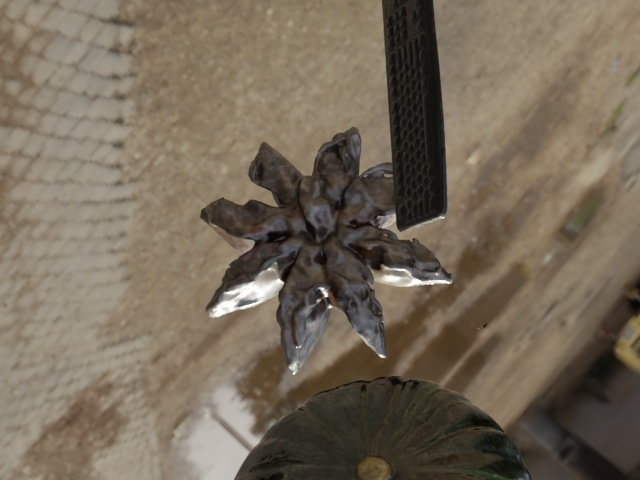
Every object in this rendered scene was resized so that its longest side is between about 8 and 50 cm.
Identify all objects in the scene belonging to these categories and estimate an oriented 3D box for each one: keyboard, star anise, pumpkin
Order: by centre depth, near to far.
[{"bbox_3d":[0.048,0.226,0.915,0.250,0.250,0.216,-47,145,-9],"label":"pumpkin"},{"bbox_3d":[0.098,-0.097,1.181,0.041,0.381,0.103,-6,173,-24],"label":"keyboard"},{"bbox_3d":[-0.002,0.000,1.490,0.331,0.332,0.117,-47,157,-10],"label":"star anise"}]
